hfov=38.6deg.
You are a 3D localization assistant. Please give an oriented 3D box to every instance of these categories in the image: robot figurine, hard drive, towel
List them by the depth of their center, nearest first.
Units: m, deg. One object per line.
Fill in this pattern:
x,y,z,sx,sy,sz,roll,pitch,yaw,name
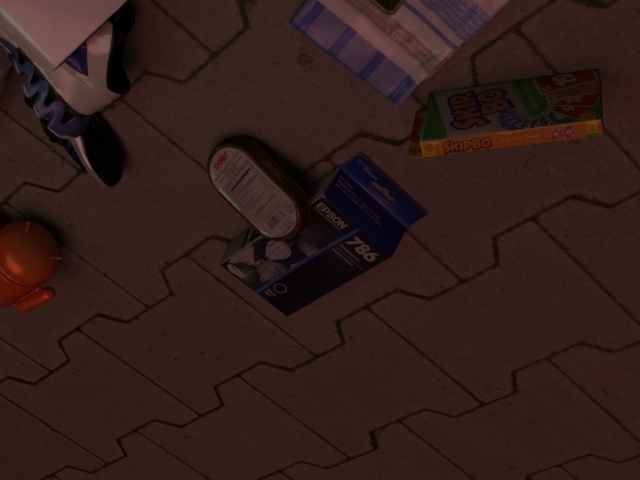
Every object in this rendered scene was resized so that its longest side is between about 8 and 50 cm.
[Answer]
-0.380,-0.399,1.162,0.203,0.040,0.307,-41,106,9,hard drive
0.117,-0.318,1.203,0.209,0.034,0.285,35,132,-17,towel
-0.558,0.043,1.655,0.219,0.158,0.128,-29,153,34,robot figurine

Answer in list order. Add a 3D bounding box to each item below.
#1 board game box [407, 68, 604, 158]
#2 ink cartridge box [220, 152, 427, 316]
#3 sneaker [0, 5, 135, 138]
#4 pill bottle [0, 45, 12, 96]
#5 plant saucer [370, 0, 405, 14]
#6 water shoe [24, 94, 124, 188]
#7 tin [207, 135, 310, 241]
0.248,-0.171,1.244,0.260,0.124,0.039,-8,129,21,board game box
0.000,0.000,1.515,0.165,0.065,0.333,40,129,-21,ink cartridge box
-0.367,-0.314,1.286,0.182,0.127,0.315,-24,117,15,sneaker
-0.553,-0.234,1.396,0.119,0.119,0.208,35,131,-18,pill bottle
0.072,-0.401,1.096,0.188,0.045,0.188,40,131,-2,plant saucer
-0.390,-0.171,1.462,0.080,0.073,0.203,4,133,42,water shoe
-0.099,-0.080,1.437,0.190,0.040,0.106,45,123,2,tin
